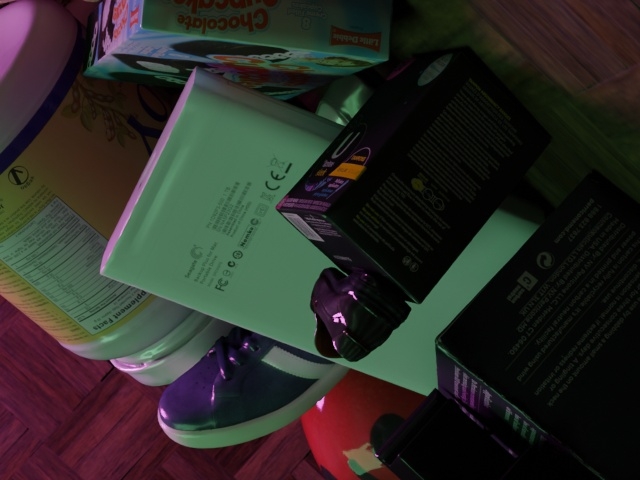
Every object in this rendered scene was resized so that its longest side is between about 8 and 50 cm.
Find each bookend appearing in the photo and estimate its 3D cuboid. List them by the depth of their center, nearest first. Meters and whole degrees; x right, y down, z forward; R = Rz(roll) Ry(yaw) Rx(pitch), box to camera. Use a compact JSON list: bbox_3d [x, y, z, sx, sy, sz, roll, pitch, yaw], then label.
[{"bbox_3d":[0.126,0.174,1.323,0.157,0.072,0.156,42,168,7],"label":"bookend"}]

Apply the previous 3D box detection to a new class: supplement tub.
[{"bbox_3d":[-0.221,-0.039,1.717,0.331,0.241,0.241,43,170,-27],"label":"supplement tub"}]

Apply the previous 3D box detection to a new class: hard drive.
[{"bbox_3d":[0.000,0.000,1.493,0.307,0.203,0.040,21,-147,-14],"label":"hard drive"}]

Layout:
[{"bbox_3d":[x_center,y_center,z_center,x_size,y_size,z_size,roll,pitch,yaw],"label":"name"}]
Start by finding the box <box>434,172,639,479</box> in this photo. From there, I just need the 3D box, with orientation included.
[{"bbox_3d":[0.264,0.157,1.433,0.312,0.179,0.343,41,169,15],"label":"box"}]

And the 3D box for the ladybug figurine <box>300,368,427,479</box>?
[{"bbox_3d":[0.163,0.223,1.759,0.449,0.162,0.305,28,140,-13],"label":"ladybug figurine"}]

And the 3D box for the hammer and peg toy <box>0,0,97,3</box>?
[{"bbox_3d":[-0.251,-0.316,1.507,0.361,0.127,0.266,-5,137,40],"label":"hammer and peg toy"}]

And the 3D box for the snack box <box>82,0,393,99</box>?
[{"bbox_3d":[-0.076,-0.163,1.460,0.187,0.060,0.322,5,178,-14],"label":"snack box"}]

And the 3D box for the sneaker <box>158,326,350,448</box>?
[{"bbox_3d":[-0.014,0.048,1.622,0.148,0.350,0.131,56,-176,-33],"label":"sneaker"}]

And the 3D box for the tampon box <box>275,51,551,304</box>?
[{"bbox_3d":[0.068,-0.049,1.369,0.101,0.161,0.120,43,169,-16],"label":"tampon box"}]

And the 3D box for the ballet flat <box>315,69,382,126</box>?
[{"bbox_3d":[0.020,-0.093,1.627,0.072,0.068,0.213,42,169,2],"label":"ballet flat"}]

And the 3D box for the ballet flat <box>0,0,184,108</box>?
[{"bbox_3d":[-0.140,-0.138,1.864,0.483,0.164,0.182,40,154,-22],"label":"ballet flat"}]

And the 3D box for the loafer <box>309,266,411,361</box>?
[{"bbox_3d":[0.015,0.060,1.389,0.062,0.061,0.170,39,171,-5],"label":"loafer"}]
